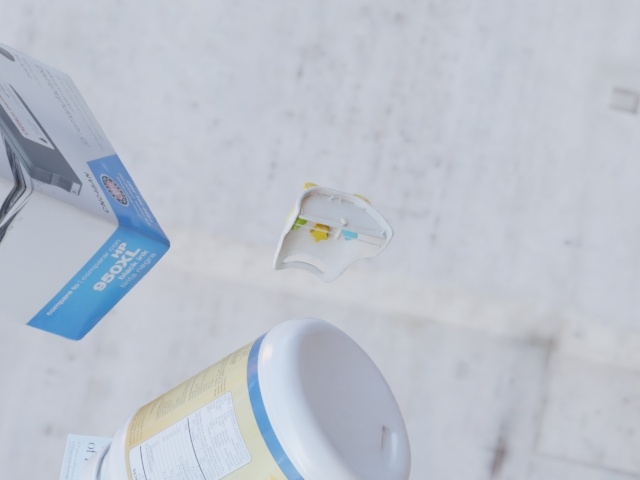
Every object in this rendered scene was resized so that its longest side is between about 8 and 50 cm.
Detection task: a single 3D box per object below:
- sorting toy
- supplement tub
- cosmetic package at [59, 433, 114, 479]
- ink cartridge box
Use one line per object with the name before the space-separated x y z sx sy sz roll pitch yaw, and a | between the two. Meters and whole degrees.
sorting toy | 0.000 0.000 1.474 0.075 0.083 0.045 -60 29 31
supplement tub | -0.054 0.156 1.322 0.200 0.144 0.144 -32 26 26
cosmetic package | -0.164 0.272 1.475 0.060 0.099 0.239 77 -161 -67
ink cartridge box | -0.378 -0.086 1.968 0.166 0.395 0.285 -44 56 16
